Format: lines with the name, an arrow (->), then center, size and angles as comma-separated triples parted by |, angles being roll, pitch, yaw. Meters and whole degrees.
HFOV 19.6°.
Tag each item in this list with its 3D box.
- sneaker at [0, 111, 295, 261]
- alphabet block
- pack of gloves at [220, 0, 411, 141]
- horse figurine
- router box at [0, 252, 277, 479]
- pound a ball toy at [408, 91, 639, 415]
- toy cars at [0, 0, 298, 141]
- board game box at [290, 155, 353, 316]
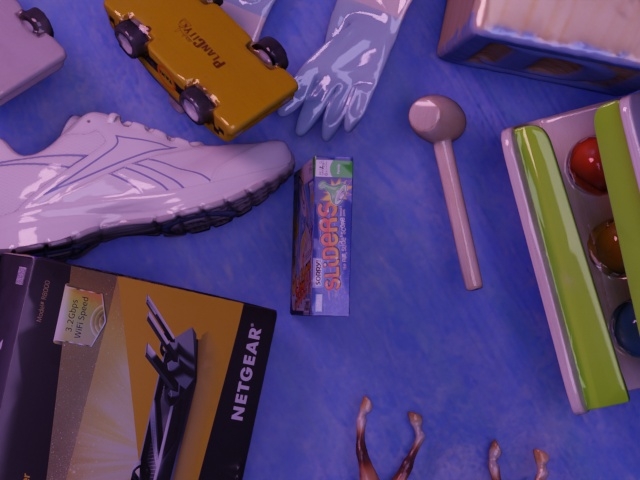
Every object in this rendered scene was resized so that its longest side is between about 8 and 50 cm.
sneaker -> -0.171, -0.061, 1.679 | 0.297, 0.111, 0.129 | -11, 80, -9
alphabet block -> 0.227, -0.251, 1.686 | 0.193, 0.192, 0.197 | 11, 88, -8
pack of gloves -> -0.017, -0.216, 1.739 | 0.195, 0.046, 0.232 | 23, 86, 9
horse figurine -> 0.108, 0.256, 1.715 | 0.263, 0.066, 0.174 | 17, 80, -3
router box -> -0.188, 0.184, 1.634 | 0.243, 0.081, 0.308 | 13, 86, -29
pound a ball toy -> 0.228, -0.004, 1.722 | 0.208, 0.136, 0.319 | -15, 91, 21
toy cars -> -0.210, -0.171, 1.673 | 0.394, 0.087, 0.176 | 8, 58, 3
board game box -> 0.000, 0.000, 1.644 | 0.035, 0.201, 0.136 | 1, 87, -6
